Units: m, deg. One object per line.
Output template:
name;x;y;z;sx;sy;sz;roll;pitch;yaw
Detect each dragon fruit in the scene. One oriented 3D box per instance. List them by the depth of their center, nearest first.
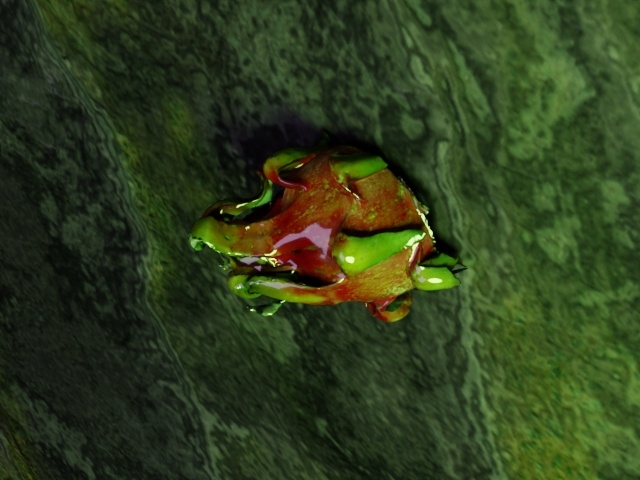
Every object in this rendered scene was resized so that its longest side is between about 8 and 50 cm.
dragon fruit;0.000;0.000;1.369;0.142;0.175;0.138;-123;17;-71
